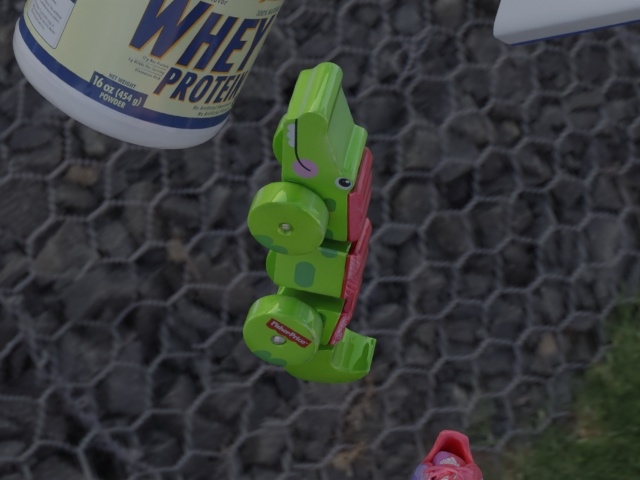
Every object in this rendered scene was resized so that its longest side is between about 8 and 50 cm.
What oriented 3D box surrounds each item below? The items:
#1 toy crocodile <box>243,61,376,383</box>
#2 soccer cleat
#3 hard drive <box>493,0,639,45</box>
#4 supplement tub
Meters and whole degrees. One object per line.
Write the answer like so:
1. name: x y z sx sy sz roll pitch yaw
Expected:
1. toy crocodile: 0.000 0.000 1.349 0.105 0.340 0.115 10 44 7
2. soccer cleat: 0.106 0.233 1.396 0.083 0.248 0.095 6 96 5
3. hard drive: 0.312 -0.329 1.751 0.040 0.318 0.210 21 82 -24
4. supplement tub: -0.142 -0.280 1.587 0.235 0.325 0.235 23 26 -12
